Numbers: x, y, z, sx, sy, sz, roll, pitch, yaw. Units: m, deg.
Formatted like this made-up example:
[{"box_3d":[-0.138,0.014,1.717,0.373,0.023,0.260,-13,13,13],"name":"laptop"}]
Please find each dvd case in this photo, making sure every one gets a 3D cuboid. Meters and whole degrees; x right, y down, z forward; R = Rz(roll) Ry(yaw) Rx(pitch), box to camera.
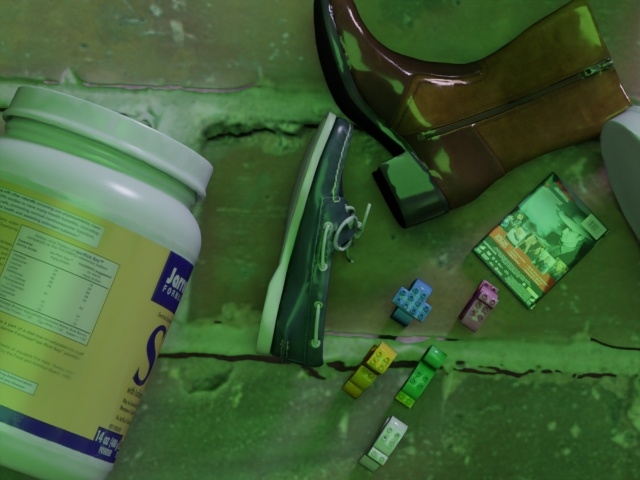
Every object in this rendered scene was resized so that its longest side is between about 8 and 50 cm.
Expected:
[{"box_3d":[0.227,0.000,1.852,0.119,0.013,0.087,-44,89,-6],"name":"dvd case"}]

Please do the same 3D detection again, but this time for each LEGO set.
[{"box_3d":[0.087,0.115,1.787,0.087,0.093,0.227,34,82,0],"name":"LEGO set"}]

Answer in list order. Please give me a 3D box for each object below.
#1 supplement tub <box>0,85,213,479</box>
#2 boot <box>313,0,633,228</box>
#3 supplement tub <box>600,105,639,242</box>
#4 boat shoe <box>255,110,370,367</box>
[{"box_3d":[-0.256,0.046,1.694,0.241,0.241,0.331,22,83,-2],"name":"supplement tub"},{"box_3d":[0.155,-0.183,1.825,0.280,0.096,0.264,-27,86,-8],"name":"boot"},{"box_3d":[0.461,-0.101,1.774,0.316,0.228,0.228,-27,87,-7],"name":"supplement tub"},{"box_3d":[0.000,0.000,1.793,0.079,0.095,0.255,15,84,-1],"name":"boat shoe"}]
